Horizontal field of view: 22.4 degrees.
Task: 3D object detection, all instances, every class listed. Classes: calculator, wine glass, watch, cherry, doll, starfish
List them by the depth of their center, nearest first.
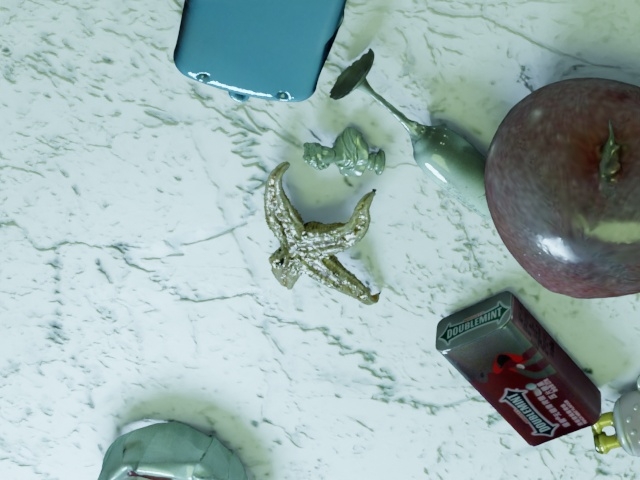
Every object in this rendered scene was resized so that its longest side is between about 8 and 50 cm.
[{"bbox_3d":[-0.057,-0.260,1.731,0.173,0.051,0.293,13,133,-7],"label":"calculator"},{"bbox_3d":[0.307,-0.047,1.764,0.261,0.221,0.307,22,149,12],"label":"cherry"},{"bbox_3d":[0.124,-0.111,1.836,0.262,0.074,0.074,39,127,-26],"label":"wine glass"},{"bbox_3d":[0.001,0.002,1.956,0.138,0.050,0.247,4,144,7],"label":"starfish"},{"bbox_3d":[0.452,0.228,2.095,0.207,0.081,0.129,-15,97,16],"label":"doll"},{"bbox_3d":[-0.201,0.376,2.301,0.253,0.162,0.241,17,120,-11],"label":"watch"}]

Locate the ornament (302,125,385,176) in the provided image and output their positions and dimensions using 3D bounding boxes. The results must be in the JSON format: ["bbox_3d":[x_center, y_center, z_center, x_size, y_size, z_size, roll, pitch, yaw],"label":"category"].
[{"bbox_3d":[0.028,-0.099,1.879,0.092,0.041,0.068,-12,136,6],"label":"ornament"}]

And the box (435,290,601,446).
[{"bbox_3d":[0.257,0.168,2.076,0.120,0.069,0.224,-24,127,27],"label":"box"}]
